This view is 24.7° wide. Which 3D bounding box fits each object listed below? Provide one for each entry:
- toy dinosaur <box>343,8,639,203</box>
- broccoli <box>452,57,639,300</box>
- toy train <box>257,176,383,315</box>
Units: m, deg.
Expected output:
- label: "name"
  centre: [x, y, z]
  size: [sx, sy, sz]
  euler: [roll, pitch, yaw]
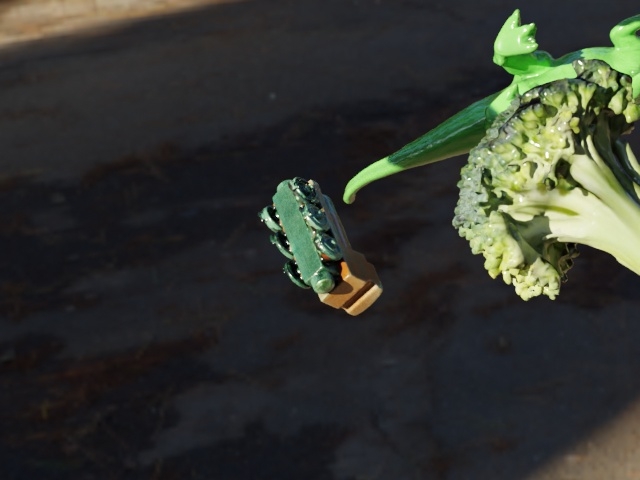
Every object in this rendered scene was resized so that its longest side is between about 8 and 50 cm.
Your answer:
- label: "toy dinosaur"
  centre: [0.301, -0.169, 1.976]
  size: [0.374, 0.144, 0.500]
  euler: [2, -23, -39]
- label: "broccoli"
  centre: [0.270, -0.049, 1.497]
  size: [0.243, 0.247, 0.263]
  euler: [38, 33, 16]
- label: "toy train"
  centre: [0.000, 0.000, 1.006]
  size: [0.064, 0.044, 0.103]
  euler: [22, 32, -40]
